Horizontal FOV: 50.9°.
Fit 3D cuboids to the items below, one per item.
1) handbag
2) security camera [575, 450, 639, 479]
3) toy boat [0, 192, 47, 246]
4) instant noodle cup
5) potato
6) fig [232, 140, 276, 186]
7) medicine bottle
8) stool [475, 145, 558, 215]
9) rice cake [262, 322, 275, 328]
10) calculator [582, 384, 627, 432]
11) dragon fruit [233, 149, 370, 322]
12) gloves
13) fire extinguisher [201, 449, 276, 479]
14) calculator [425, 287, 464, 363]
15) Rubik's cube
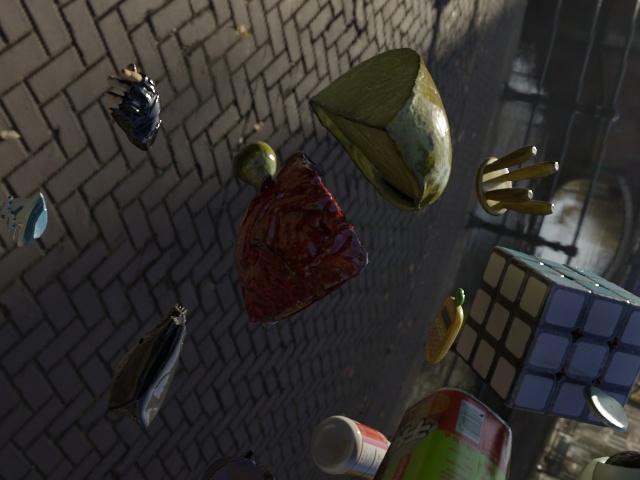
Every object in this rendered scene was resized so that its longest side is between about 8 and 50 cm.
[{"bbox_3d":[-0.446,0.316,1.802,0.288,0.152,0.342,-60,-168,-2],"label":"handbag"},{"bbox_3d":[0.738,0.598,1.599,0.194,0.194,0.236,-56,169,-27],"label":"security camera"},{"bbox_3d":[-0.582,-0.055,1.316,0.105,0.149,0.034,-52,148,2],"label":"toy boat"},{"bbox_3d":[0.235,0.472,1.302,0.308,0.294,0.294,-56,151,-48],"label":"instant noodle cup"},{"bbox_3d":[0.181,-0.220,1.399,0.213,0.330,0.280,-40,121,-8],"label":"potato"},{"bbox_3d":[-0.166,-0.207,2.139,0.245,0.149,0.149,44,62,-18],"label":"fig"},{"bbox_3d":[0.084,0.503,1.600,0.250,0.131,0.131,39,72,-50],"label":"medicine bottle"},{"bbox_3d":[0.358,-0.103,1.226,0.134,0.110,0.135,-37,111,-37],"label":"stool"},{"bbox_3d":[-0.062,0.144,1.647,0.207,0.036,0.047,-36,104,-27],"label":"rice cake"},{"bbox_3d":[0.578,0.337,1.365,0.021,0.095,0.153,-58,174,22],"label":"calculator"},{"bbox_3d":[0.000,0.000,1.111,0.240,0.330,0.302,-4,97,-24],"label":"dragon fruit"},{"bbox_3d":[-0.444,-0.329,1.606,0.203,0.124,0.164,111,-26,-65],"label":"gloves"},{"bbox_3d":[-0.139,0.412,1.122,0.135,0.114,0.337,-57,180,-21],"label":"fire extinguisher"},{"bbox_3d":[0.354,0.243,1.903,0.146,0.032,0.235,-92,-157,-67],"label":"calculator"},{"bbox_3d":[0.545,0.219,1.578,0.301,0.305,0.303,-129,-127,-70],"label":"Rubik's cube"}]
